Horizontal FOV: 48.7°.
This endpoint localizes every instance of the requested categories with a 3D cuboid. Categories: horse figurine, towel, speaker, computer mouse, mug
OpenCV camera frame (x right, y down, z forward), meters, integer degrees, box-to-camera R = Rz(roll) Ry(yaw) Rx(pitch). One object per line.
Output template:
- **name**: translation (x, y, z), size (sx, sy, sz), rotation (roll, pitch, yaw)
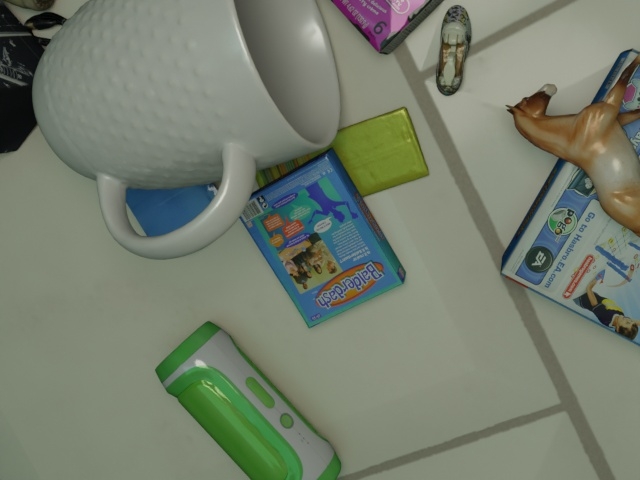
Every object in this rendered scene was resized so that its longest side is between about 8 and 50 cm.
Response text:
- **horse figurine**: translation (0.352, -0.091, 0.787), size (0.174, 0.066, 0.263), rotation (-34, 90, 14)
- **towel**: translation (0.025, -0.101, 0.991), size (0.237, 0.021, 0.102), rotation (-18, 103, 17)
- **speaker**: translation (-0.107, 0.264, 1.056), size (0.131, 0.131, 0.296), rotation (-43, 90, 20)
- **computer mouse**: translation (-0.332, -0.328, 1.021), size (0.242, 0.041, 0.071), rotation (-11, 101, 18)
- **mug**: translation (-0.175, -0.157, 0.868), size (0.328, 0.276, 0.374), rotation (-14, 66, 23)

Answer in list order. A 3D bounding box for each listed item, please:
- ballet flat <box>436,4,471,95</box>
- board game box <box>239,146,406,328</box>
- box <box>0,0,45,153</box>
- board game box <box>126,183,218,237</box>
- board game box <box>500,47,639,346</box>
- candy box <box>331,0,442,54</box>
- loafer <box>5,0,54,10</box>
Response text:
- **ballet flat**: translation (0.170, -0.243, 0.905), size (0.041, 0.041, 0.114), rotation (8, 105, 13)
- **board game box**: translation (0.000, 0.000, 0.993), size (0.160, 0.047, 0.210), rotation (-27, 102, 19)
- **box**: translation (-0.591, -0.271, 0.952), size (0.179, 0.312, 0.343), rotation (-41, 91, 26)
- **board game box**: translation (-0.217, -0.067, 1.057), size (0.133, 0.033, 0.168), rotation (-29, 96, 13)
- **board game box**: translation (0.429, -0.026, 0.862), size (0.302, 0.086, 0.308), rotation (28, 109, 7)
- **candy box**: translation (0.110, -0.370, 0.874), size (0.233, 0.071, 0.159), rotation (-43, 89, 19)
- **loafer**: translation (-0.443, -0.460, 0.987), size (0.092, 0.102, 0.268), rotation (-1, 103, 9)
